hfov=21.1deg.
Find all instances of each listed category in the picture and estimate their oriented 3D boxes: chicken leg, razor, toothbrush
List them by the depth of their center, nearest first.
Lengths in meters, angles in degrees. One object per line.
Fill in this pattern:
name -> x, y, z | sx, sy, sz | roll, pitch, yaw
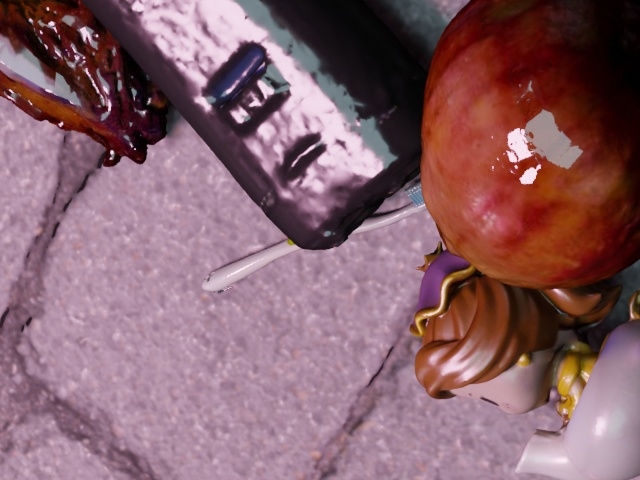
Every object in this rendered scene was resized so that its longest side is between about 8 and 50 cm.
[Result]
razor -> -0.051, -0.152, 1.361 | 0.327, 0.107, 0.189 | 48, 125, -5
chicken leg -> -0.276, -0.225, 1.441 | 0.158, 0.096, 0.407 | -30, 98, 29
toothbrush -> 0.000, 0.000, 1.471 | 0.263, 0.022, 0.026 | -24, 118, 32

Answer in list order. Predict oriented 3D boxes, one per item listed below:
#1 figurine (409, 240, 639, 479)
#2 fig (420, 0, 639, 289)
figurine -> 0.186, 0.094, 1.366 | 0.263, 0.142, 0.189 | 28, 92, 11
fig -> 0.173, -0.080, 1.231 | 0.224, 0.224, 0.263 | 17, 137, 16
